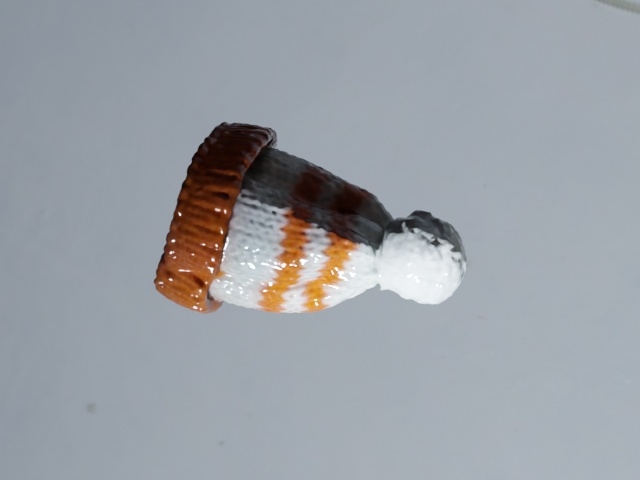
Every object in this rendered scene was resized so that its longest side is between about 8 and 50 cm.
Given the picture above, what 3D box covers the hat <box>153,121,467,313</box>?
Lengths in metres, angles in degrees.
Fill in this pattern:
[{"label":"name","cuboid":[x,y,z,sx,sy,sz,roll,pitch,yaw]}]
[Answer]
[{"label":"hat","cuboid":[0.000,0.000,0.726,0.162,0.093,0.112,17,71,5]}]
